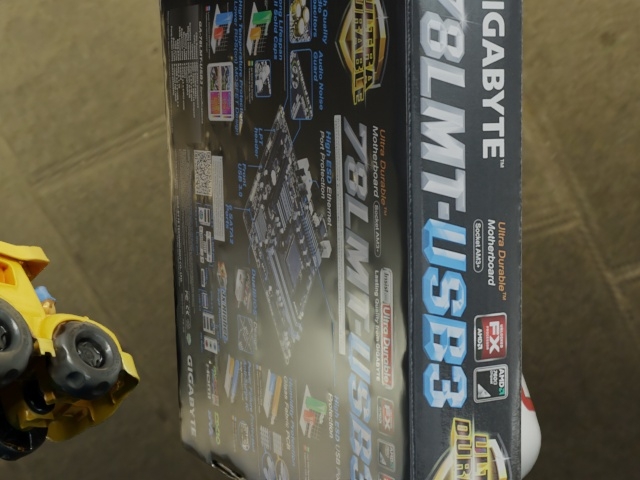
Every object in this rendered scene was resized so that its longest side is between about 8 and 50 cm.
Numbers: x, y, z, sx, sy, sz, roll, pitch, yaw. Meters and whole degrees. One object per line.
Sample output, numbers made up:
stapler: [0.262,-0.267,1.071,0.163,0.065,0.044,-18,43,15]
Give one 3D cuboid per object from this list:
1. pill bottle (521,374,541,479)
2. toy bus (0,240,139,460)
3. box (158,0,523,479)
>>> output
pill bottle: [0.049,0.107,1.137,0.229,0.229,0.407,-28,71,38]
toy bus: [-0.286,0.062,1.133,0.149,0.220,0.211,-40,54,31]
box: [0.000,0.000,0.725,0.293,0.073,0.295,9,102,61]
